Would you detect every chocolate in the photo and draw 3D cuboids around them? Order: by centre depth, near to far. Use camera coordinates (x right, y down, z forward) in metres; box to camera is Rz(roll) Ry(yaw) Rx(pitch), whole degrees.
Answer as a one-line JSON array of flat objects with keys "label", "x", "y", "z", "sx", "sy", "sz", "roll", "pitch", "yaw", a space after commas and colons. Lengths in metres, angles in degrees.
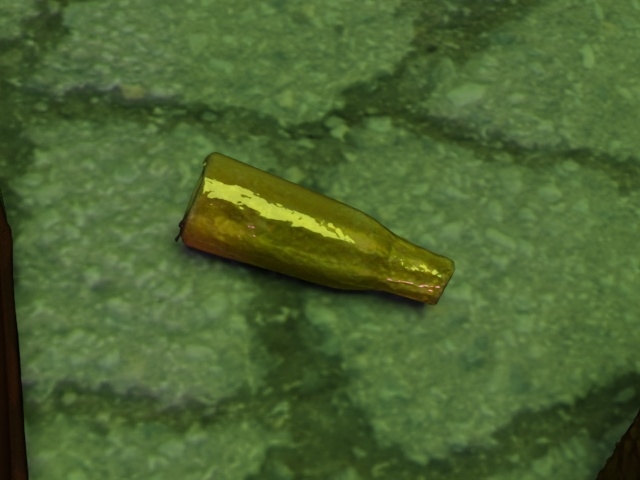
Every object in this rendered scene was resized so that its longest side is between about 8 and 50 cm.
[{"label": "chocolate", "x": 0.000, "y": 0.000, "z": 0.901, "sx": 0.219, "sy": 0.085, "sz": 0.085, "roll": 20, "pitch": 61, "yaw": -2}]

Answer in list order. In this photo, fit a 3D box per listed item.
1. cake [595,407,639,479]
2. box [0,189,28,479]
[{"label": "cake", "x": 0.366, "y": 0.182, "z": 0.743, "sx": 0.290, "sy": 0.255, "sz": 0.282, "roll": 15, "pitch": 31, "yaw": -8}, {"label": "box", "x": -0.340, "y": 0.080, "z": 0.767, "sx": 0.263, "sy": 0.108, "sz": 0.404, "roll": -5, "pitch": 64, "yaw": -15}]
